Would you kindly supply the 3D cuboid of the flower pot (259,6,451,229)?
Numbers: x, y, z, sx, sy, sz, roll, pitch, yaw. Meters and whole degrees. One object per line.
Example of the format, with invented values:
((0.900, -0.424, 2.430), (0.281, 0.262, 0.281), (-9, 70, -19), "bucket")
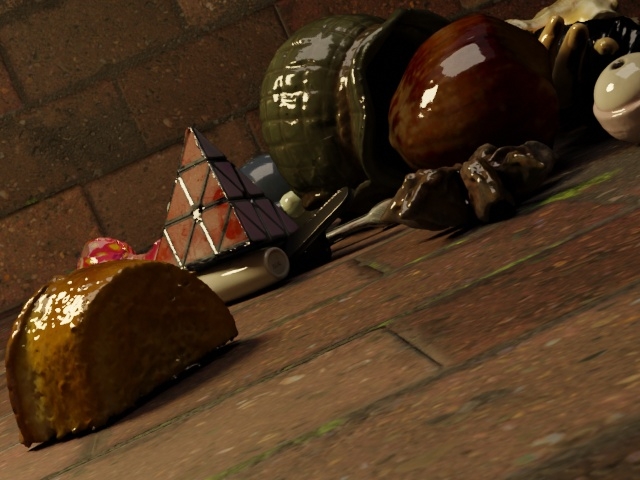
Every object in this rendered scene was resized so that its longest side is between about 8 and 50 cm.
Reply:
((0.070, -0.161, 1.813), (0.213, 0.301, 0.302), (-4, 17, 43), "flower pot")

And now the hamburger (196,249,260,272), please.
((-0.134, 0.034, 1.789), (0.121, 0.084, 0.054), (-19, 46, -4), "hamburger")

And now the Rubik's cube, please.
((-0.081, -0.009, 1.683), (0.178, 0.211, 0.190), (7, 15, -37), "Rubik's cube")

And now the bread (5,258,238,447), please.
((-0.192, 0.088, 1.258), (0.143, 0.139, 0.229), (-9, 15, 39), "bread")

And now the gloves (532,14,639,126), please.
((0.362, -0.218, 1.690), (0.197, 0.152, 0.301), (-10, 3, 8), "gloves")

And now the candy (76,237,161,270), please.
((-0.309, 0.036, 2.496), (0.365, 0.124, 0.124), (-10, 12, 32), "candy")

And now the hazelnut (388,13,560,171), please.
((0.180, -0.167, 1.605), (0.218, 0.218, 0.234), (-23, 0, 7), "hazelnut")

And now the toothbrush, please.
((-0.059, 0.029, 1.738), (0.413, 0.035, 0.042), (-23, -15, 8), "toothbrush")

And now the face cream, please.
((-0.119, 0.053, 1.658), (0.182, 0.051, 0.072), (-21, 6, 38), "face cream")

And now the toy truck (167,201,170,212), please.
((-0.095, -0.064, 2.267), (0.305, 0.136, 0.162), (-21, -1, 7), "toy truck")

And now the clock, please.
((-0.092, -0.036, 1.960), (0.200, 0.146, 0.243), (-25, 11, 38), "clock")

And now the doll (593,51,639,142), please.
((0.402, -0.176, 1.370), (0.160, 0.094, 0.365), (-50, 18, -14), "doll")

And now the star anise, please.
((0.155, -0.056, 1.433), (0.197, 0.073, 0.212), (-19, 4, 18), "star anise")

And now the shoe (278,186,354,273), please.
((0.000, 0.000, 1.654), (0.159, 0.053, 0.062), (-47, 22, 25), "shoe")

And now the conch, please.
((0.334, -0.255, 1.956), (0.324, 0.186, 0.263), (-22, 0, 10), "conch")
